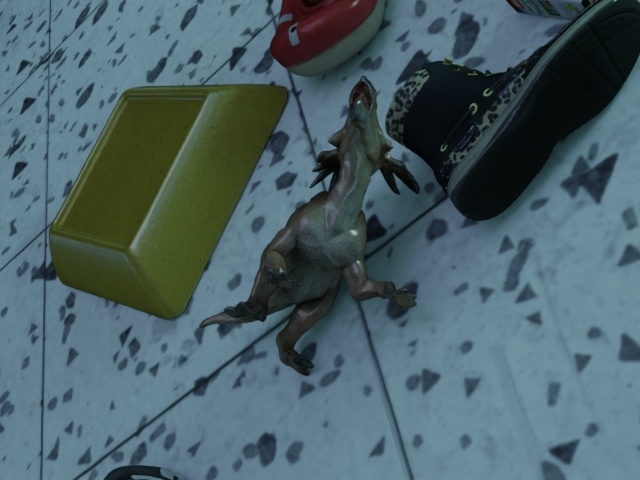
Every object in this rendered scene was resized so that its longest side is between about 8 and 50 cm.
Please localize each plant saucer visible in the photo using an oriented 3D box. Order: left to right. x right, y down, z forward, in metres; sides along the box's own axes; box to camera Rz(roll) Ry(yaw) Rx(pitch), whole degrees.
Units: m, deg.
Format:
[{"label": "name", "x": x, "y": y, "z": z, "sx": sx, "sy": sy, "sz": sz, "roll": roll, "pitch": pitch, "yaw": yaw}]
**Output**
[{"label": "plant saucer", "x": -0.230, "y": -0.083, "z": 1.284, "sx": 0.333, "sy": 0.081, "sz": 0.332, "roll": 10, "pitch": 70, "yaw": 50}]

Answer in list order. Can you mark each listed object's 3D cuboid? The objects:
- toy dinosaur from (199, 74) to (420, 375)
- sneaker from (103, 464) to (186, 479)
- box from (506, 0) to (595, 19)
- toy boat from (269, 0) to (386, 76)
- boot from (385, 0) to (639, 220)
[{"label": "toy dinosaur", "x": 0.000, "y": 0.000, "z": 0.950, "sx": 0.296, "sy": 0.127, "sz": 0.200, "roll": -43, "pitch": 26, "yaw": 41}, {"label": "sneaker", "x": -0.168, "y": 0.262, "z": 0.936, "sx": 0.234, "sy": 0.106, "sz": 0.078, "roll": 14, "pitch": 73, "yaw": 51}, {"label": "box", "x": 0.276, "y": -0.313, "z": 0.945, "sx": 0.114, "sy": 0.036, "sz": 0.207, "roll": 28, "pitch": 84, "yaw": 53}, {"label": "toy boat", "x": -0.010, "y": -0.315, "z": 1.160, "sx": 0.151, "sy": 0.151, "sz": 0.231, "roll": -20, "pitch": 49, "yaw": 37}, {"label": "boot", "x": 0.170, "y": -0.149, "z": 0.899, "sx": 0.236, "sy": 0.085, "sz": 0.178, "roll": -50, "pitch": 35, "yaw": 7}]
